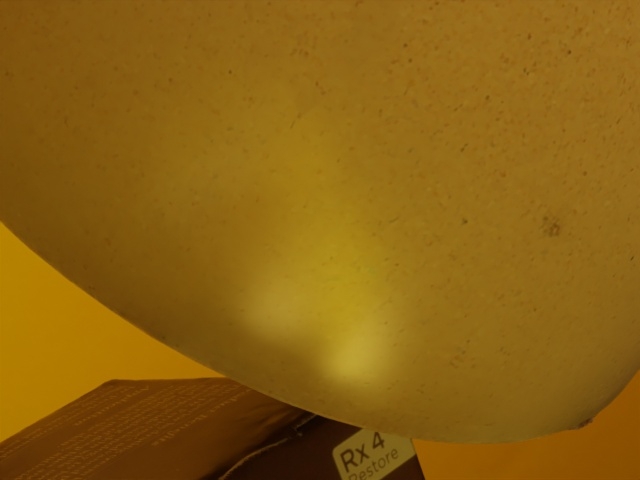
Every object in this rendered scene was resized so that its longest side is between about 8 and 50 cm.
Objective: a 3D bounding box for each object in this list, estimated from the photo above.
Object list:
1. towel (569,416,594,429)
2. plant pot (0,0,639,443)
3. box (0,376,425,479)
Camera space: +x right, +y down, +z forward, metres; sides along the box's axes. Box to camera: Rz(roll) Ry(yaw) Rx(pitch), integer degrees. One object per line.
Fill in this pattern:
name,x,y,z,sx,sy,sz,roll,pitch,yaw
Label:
towel,0.000,0.000,0.822,0.282,0.187,0.049,28,-94,12
plant pot,0.031,-0.109,0.562,0.191,0.284,0.284,-56,-138,32
box,-0.065,0.166,0.813,0.168,0.167,0.203,-29,-165,-38
